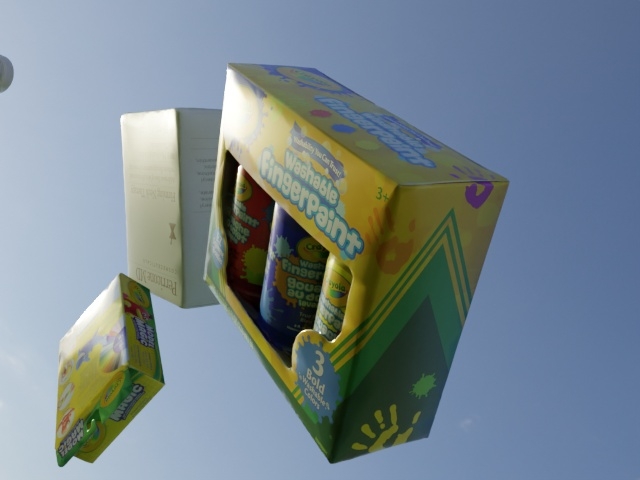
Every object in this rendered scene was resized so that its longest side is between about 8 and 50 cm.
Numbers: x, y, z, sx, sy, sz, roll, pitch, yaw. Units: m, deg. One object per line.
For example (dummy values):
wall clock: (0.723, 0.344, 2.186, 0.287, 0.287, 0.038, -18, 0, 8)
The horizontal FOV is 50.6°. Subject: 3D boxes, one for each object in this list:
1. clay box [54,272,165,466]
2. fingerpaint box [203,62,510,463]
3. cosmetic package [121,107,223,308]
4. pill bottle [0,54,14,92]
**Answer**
clay box: (-0.242, 0.147, 0.770, 0.053, 0.127, 0.222, 37, 12, -33)
fingerpaint box: (0.000, 0.000, 0.922, 0.445, 0.163, 0.371, 45, -49, 48)
cosmetic package: (-0.225, -0.086, 1.499, 0.329, 0.327, 0.394, 11, -77, 54)
pill bottle: (-0.558, -0.279, 1.067, 0.078, 0.137, 0.078, -1, -92, 18)
